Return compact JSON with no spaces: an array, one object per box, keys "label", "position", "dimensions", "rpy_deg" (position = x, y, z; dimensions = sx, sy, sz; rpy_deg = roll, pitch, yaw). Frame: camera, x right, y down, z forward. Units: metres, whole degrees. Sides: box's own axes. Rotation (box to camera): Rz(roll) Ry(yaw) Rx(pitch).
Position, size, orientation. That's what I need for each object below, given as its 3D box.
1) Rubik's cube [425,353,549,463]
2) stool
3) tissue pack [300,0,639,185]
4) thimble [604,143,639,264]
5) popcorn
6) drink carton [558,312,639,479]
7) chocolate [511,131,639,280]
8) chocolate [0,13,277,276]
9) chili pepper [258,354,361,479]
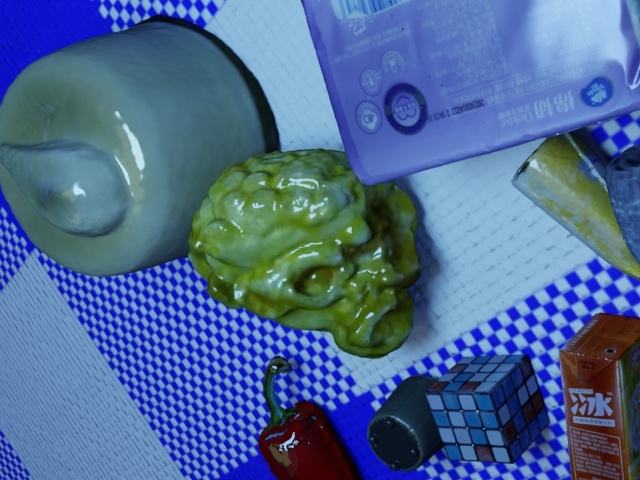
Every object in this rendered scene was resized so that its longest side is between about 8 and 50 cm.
[{"label":"Rubik's cube","position":[0.191,0.191,1.147],"dimensions":[0.092,0.092,0.092],"rpy_deg":[-7,107,43]},{"label":"stool","position":[0.113,0.224,1.221],"dimensions":[0.096,0.110,0.096],"rpy_deg":[16,120,31]},{"label":"tissue pack","position":[0.163,-0.208,0.913],"dimensions":[0.338,0.160,0.242],"rpy_deg":[-12,98,43]},{"label":"thimble","position":[0.328,-0.044,0.864],"dimensions":[0.150,0.150,0.098],"rpy_deg":[-11,102,44]},{"label":"popcorn","position":[0.000,0.000,1.141],"dimensions":[0.285,0.174,0.225],"rpy_deg":[25,125,-5]},{"label":"drink carton","position":[0.308,0.196,1.045],"dimensions":[0.071,0.096,0.223],"rpy_deg":[6,116,40]},{"label":"chocolate","position":[0.289,-0.016,0.972],"dimensions":[0.219,0.085,0.086],"rpy_deg":[42,134,9]},{"label":"chocolate","position":[-0.261,-0.106,1.254],"dimensions":[0.326,0.297,0.314],"rpy_deg":[-17,95,46]},{"label":"chili pepper","position":[0.003,0.340,1.393],"dimensions":[0.110,0.110,0.388],"rpy_deg":[-22,100,45]}]
